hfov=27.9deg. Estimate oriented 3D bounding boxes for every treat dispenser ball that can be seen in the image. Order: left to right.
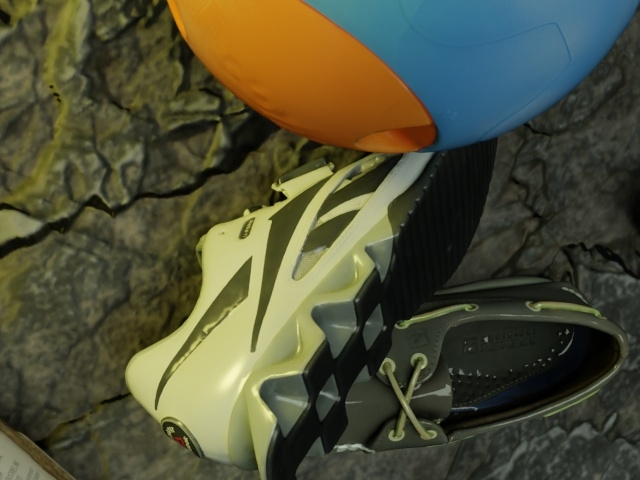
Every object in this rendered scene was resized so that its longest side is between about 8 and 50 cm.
[{"bbox_3d":[0.044,-0.192,0.712,0.288,0.288,0.288,-5,103,-24],"label":"treat dispenser ball"}]

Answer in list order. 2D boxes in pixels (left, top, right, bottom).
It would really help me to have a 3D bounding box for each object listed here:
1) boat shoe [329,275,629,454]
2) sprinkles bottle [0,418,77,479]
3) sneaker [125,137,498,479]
[{"bbox_3d":[0.072,0.090,0.894,0.304,0.091,0.109,-11,105,-23],"label":"boat shoe"},{"bbox_3d":[-0.221,0.153,0.755,0.121,0.121,0.355,-46,116,-10],"label":"sprinkles bottle"},{"bbox_3d":[0.000,0.000,0.832,0.330,0.146,0.122,-49,147,-34],"label":"sneaker"}]
